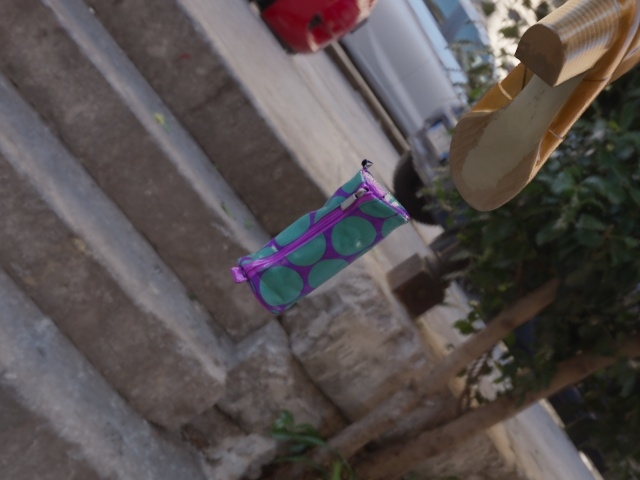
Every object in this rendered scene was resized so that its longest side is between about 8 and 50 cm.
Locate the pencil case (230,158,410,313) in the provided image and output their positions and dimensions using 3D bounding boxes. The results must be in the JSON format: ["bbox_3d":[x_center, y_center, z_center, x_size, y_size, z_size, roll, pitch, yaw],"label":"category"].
[{"bbox_3d":[0.000,0.000,0.738,0.064,0.152,0.070,59,13,29],"label":"pencil case"}]

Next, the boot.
[{"bbox_3d":[0.263,-0.158,0.886,0.104,0.211,0.295,52,-27,19],"label":"boot"}]
